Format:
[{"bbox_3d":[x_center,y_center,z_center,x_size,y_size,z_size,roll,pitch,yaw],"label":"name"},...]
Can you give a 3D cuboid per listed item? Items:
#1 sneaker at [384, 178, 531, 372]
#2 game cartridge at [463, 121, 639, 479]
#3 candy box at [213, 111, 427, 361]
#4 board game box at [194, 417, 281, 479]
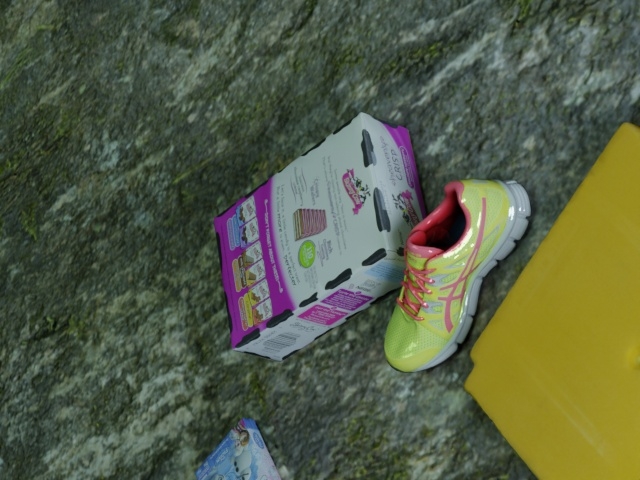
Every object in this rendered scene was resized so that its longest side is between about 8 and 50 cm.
[{"bbox_3d":[0.104,0.026,1.676,0.081,0.094,0.208,42,111,45],"label":"sneaker"},{"bbox_3d":[0.275,0.100,1.499,0.285,0.052,0.324,-58,40,18],"label":"game cartridge"},{"bbox_3d":[0.000,0.000,1.819,0.233,0.071,0.159,-34,54,38],"label":"candy box"},{"bbox_3d":[-0.084,0.245,1.873,0.090,0.020,0.090,-51,47,25],"label":"board game box"}]
